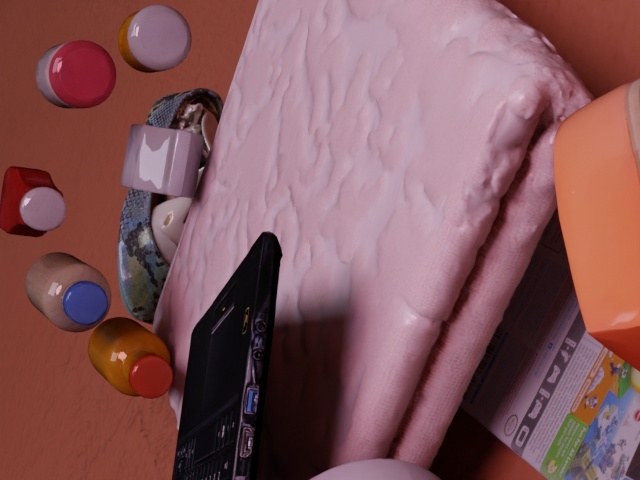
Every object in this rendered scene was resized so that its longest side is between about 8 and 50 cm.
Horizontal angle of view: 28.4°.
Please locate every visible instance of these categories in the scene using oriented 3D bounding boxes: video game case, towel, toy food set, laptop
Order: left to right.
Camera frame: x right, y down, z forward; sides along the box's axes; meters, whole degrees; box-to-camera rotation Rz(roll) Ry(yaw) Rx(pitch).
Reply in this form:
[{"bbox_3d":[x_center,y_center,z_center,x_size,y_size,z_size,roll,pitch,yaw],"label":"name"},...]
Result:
[{"bbox_3d":[-0.115,0.139,0.540,0.234,0.137,0.264,134,143,-72],"label":"laptop"},{"bbox_3d":[-0.123,-0.028,0.739,0.104,0.111,0.232,-165,85,-68],"label":"toy food set"},{"bbox_3d":[0.000,0.000,0.638,0.332,0.053,0.317,-118,44,-58],"label":"towel"},{"bbox_3d":[0.119,0.043,0.490,0.119,0.015,0.166,-63,27,5],"label":"video game case"}]

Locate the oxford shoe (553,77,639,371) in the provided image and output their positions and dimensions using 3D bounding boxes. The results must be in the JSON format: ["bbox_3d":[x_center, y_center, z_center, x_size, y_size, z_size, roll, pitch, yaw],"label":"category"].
[{"bbox_3d":[0.156,0.071,0.290,0.133,0.130,0.363,-33,47,28],"label":"oxford shoe"}]

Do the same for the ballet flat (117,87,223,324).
[{"bbox_3d":[-0.100,-0.033,0.894,0.070,0.070,0.188,-34,45,46],"label":"ballet flat"}]

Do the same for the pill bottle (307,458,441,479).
[{"bbox_3d":[0.047,0.168,0.408,0.121,0.121,0.216,-60,28,14],"label":"pill bottle"}]
